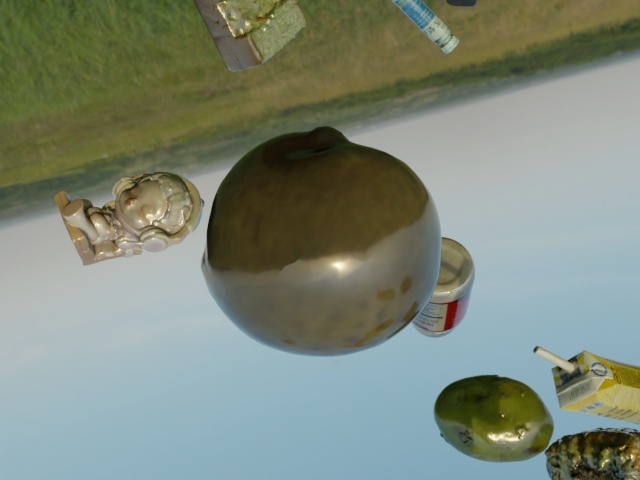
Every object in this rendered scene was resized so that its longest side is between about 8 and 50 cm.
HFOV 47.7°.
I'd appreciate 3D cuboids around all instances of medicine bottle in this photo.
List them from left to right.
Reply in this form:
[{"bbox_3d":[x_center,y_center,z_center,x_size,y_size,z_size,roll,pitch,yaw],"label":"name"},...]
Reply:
[{"bbox_3d":[0.252,-0.529,1.734,0.051,0.191,0.051,-43,-160,20],"label":"medicine bottle"},{"bbox_3d":[0.226,0.099,1.410,0.131,0.131,0.250,-15,152,-2],"label":"medicine bottle"}]

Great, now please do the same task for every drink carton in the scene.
[{"bbox_3d":[0.363,0.189,0.948,0.200,0.074,0.084,15,144,-24],"label":"drink carton"}]

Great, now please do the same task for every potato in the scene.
[{"bbox_3d":[0.371,0.384,1.566,0.253,0.186,0.148,18,164,8],"label":"potato"}]

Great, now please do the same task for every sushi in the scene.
[{"bbox_3d":[0.589,0.473,1.456,0.140,0.184,0.274,0,165,-30],"label":"sushi"}]

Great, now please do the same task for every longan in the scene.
[{"bbox_3d":[0.000,0.000,1.043,0.361,0.360,0.361,-14,-173,2],"label":"longan"}]

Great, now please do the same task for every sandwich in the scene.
[{"bbox_3d":[-0.133,-0.390,1.096,0.122,0.235,0.128,-42,-152,-23],"label":"sandwich"}]

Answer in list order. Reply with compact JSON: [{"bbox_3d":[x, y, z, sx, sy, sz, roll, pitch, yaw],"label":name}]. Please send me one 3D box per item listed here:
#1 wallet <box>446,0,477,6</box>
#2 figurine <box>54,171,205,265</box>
[{"bbox_3d":[0.356,-0.632,1.777,0.082,0.018,0.156,6,158,4],"label":"wallet"},{"bbox_3d":[-0.304,-0.048,1.198,0.237,0.162,0.141,-15,146,-18],"label":"figurine"}]
